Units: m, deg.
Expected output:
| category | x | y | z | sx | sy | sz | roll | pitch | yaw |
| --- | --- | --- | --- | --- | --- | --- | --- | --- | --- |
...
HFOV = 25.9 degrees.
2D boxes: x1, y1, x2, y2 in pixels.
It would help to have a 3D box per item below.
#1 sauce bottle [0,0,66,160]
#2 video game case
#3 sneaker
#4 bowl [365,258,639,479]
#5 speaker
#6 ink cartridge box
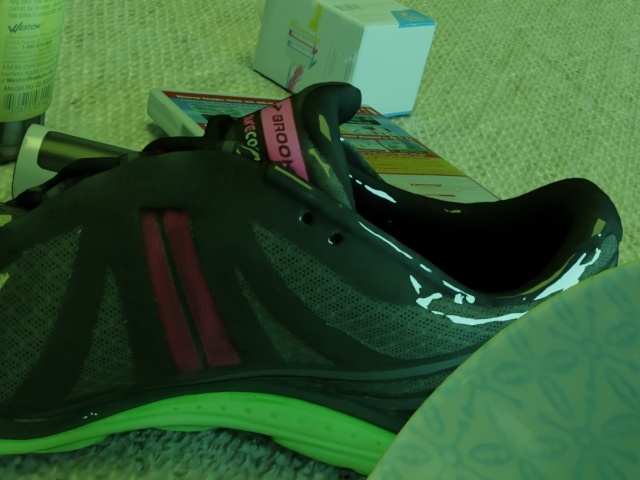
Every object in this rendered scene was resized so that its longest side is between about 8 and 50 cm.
| category | x | y | z | sx | sy | sz | roll | pitch | yaw |
| --- | --- | --- | --- | --- | --- | --- | --- | --- | --- |
| sauce bottle | -0.215 | -0.227 | 0.941 | 0.111 | 0.344 | 0.111 | 13 | 24 | -6 |
| video game case | 0.013 | -0.051 | 1.027 | 0.204 | 0.025 | 0.285 | 1 | 23 | -29 |
| sneaker | -0.064 | 0.002 | 0.725 | 0.482 | 0.202 | 0.185 | 6 | 27 | -17 |
| bowl | 0.139 | 0.162 | 0.508 | 0.156 | 0.289 | 0.289 | 39 | 15 | -28 |
| speaker | -0.133 | -0.036 | 0.933 | 0.136 | 0.055 | 0.055 | 14 | 26 | -1 |
| ink cartridge box | 0.013 | -0.177 | 1.241 | 0.092 | 0.090 | 0.143 | -12 | 36 | -42 |
